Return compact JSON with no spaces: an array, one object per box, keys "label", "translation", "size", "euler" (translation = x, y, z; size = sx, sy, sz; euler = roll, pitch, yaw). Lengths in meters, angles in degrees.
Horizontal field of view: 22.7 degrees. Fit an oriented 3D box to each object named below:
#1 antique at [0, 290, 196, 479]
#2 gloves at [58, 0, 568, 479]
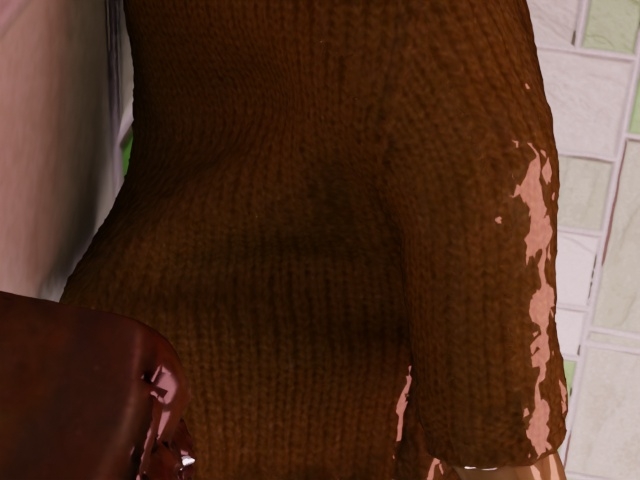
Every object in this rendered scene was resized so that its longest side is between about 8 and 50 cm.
[{"label":"antique","translation":[-0.102,0.166,0.409],"size":[0.087,0.093,0.310],"euler":[82,18,-65]},{"label":"gloves","translation":[0.007,-0.009,0.604],"size":[0.155,0.203,0.356],"euler":[-3,97,-65]}]
